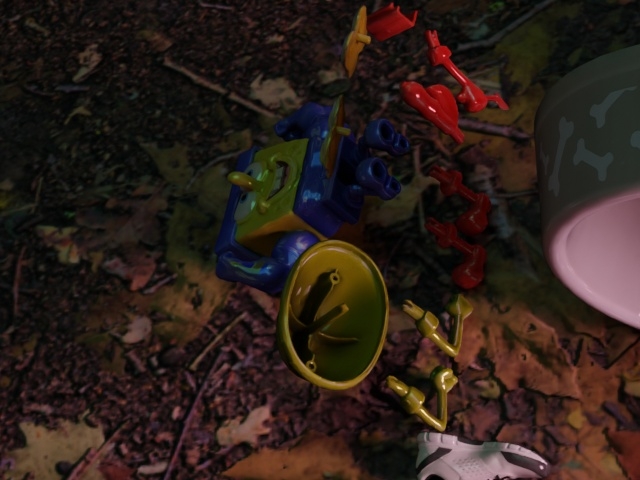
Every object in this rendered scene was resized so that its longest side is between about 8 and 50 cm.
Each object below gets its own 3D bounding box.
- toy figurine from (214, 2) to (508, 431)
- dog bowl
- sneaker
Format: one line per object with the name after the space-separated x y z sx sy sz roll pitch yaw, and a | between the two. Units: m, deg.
0.000 0.000 1.608 0.217 0.191 0.362 -21 48 43 | toy figurine
0.315 -0.016 1.357 0.349 0.349 0.102 3 66 20 | dog bowl
0.123 0.175 1.457 0.109 0.040 0.043 4 69 25 | sneaker
